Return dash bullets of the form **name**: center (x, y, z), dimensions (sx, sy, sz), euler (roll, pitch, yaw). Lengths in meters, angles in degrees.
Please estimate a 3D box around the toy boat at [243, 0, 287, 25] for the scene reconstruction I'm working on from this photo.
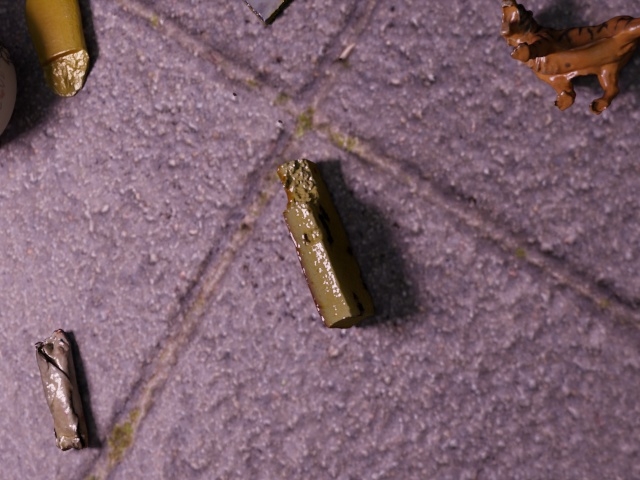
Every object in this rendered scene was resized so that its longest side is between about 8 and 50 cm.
- **toy boat**: center (-0.053, -0.346, 1.697), dimensions (0.115, 0.016, 0.063), euler (-44, 71, 14)

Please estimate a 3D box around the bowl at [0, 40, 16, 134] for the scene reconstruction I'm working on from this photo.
- **bowl**: center (-0.532, -0.216, 1.837), dimensions (0.238, 0.126, 0.237), euler (-2, 86, 23)

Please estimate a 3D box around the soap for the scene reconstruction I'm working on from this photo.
- **soap**: center (-0.371, -0.290, 1.823), dimensions (0.089, 0.033, 0.168), euler (-24, 78, 23)

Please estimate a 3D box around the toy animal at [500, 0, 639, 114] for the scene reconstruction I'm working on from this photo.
- **toy animal**: center (0.337, -0.228, 1.487), dimensions (0.255, 0.114, 0.116), euler (-6, 41, 19)

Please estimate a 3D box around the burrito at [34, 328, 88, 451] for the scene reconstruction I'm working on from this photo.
- **burrito**: center (-0.360, 0.210, 1.779), dimensions (0.051, 0.042, 0.171), euler (-19, 82, 21)

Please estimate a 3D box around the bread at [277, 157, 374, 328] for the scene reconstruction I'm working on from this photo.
- **bread**: center (0.000, 0.000, 1.611), dimensions (0.049, 0.088, 0.226), euler (-26, 78, 22)
